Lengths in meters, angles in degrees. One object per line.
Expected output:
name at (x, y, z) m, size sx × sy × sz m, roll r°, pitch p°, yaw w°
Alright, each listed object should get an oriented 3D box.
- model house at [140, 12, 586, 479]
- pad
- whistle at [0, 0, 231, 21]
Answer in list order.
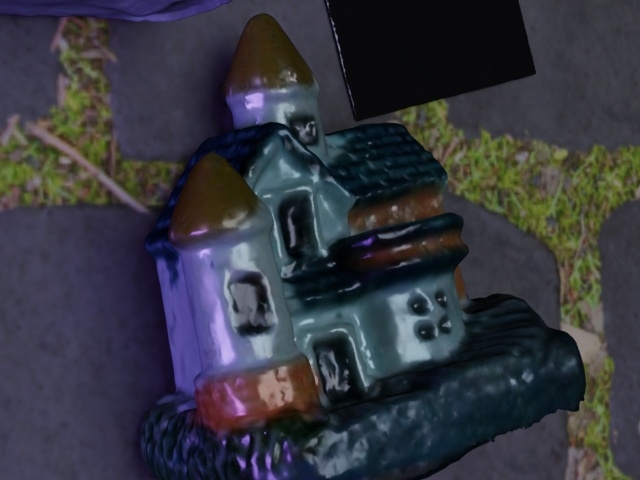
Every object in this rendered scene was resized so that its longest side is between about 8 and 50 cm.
model house at (0.000, 0.000, 0.954) m, size 0.253 × 0.184 × 0.291 m, roll -15°, pitch 89°, yaw -28°
pad at (0.062, -0.219, 1.107) m, size 0.170 × 0.006 × 0.245 m, roll -18°, pitch 95°, yaw -31°
whistle at (-0.235, -0.180, 0.817) m, size 0.405 × 0.168 × 0.188 m, roll 32°, pitch 69°, yaw -26°
